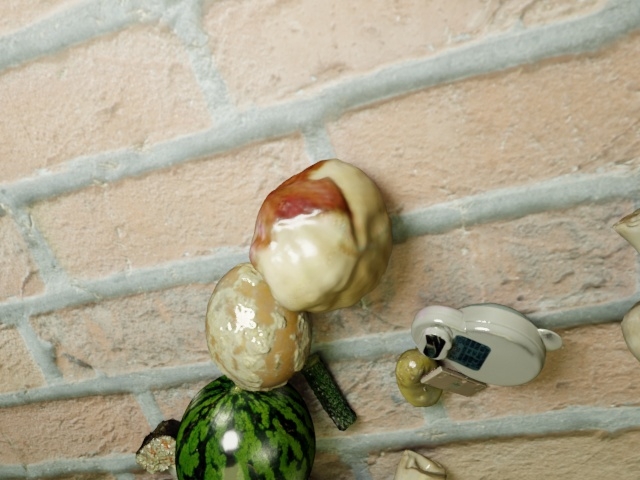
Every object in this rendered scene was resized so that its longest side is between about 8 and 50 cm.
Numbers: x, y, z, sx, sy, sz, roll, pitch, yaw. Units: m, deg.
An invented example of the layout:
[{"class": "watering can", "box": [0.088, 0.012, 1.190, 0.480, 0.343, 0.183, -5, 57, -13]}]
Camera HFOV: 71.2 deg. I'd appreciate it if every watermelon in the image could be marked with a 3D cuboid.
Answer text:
[{"class": "watermelon", "box": [-0.152, 0.411, 0.906, 0.284, 0.285, 0.286, 4, 113, 9]}]

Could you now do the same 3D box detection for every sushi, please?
[{"class": "sushi", "box": [-0.386, 0.506, 1.098, 0.150, 0.078, 0.090, -39, 101, 21]}]

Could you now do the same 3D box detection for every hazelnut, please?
[{"class": "hazelnut", "box": [0.000, 0.000, 0.761, 0.241, 0.261, 0.261, -6, 115, 47]}]

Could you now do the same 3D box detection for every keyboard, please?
[{"class": "keyboard", "box": [0.264, 0.276, 0.877, 0.165, 0.017, 0.055, 27, 124, -36]}]

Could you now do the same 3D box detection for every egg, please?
[{"class": "egg", "box": [-0.116, 0.159, 0.842, 0.203, 0.203, 0.246, -10, 99, 14]}]

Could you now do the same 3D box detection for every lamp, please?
[{"class": "lamp", "box": [0.291, 0.177, 0.821, 0.245, 0.108, 0.180, 15, 135, 10]}]

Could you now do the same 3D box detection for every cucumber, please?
[{"class": "cucumber", "box": [0.017, 0.329, 0.967, 0.058, 0.058, 0.187, -22, 109, 18]}]

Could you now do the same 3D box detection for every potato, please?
[{"class": "potato", "box": [0.197, 0.274, 0.900, 0.091, 0.070, 0.138, -20, 120, -2]}]

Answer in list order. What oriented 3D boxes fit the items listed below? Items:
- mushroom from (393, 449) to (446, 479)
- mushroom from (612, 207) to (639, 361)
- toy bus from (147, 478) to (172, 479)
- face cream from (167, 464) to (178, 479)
[{"class": "mushroom", "box": [0.177, 0.617, 0.951, 0.292, 0.292, 0.290, 20, 97, 1]}, {"class": "mushroom", "box": [0.581, 0.063, 0.671, 0.297, 0.297, 0.290, -43, 63, 23]}, {"class": "toy bus", "box": [-0.437, 0.735, 1.181, 0.136, 0.126, 0.210, -7, 111, 22]}, {"class": "face cream", "box": [-0.318, 0.619, 1.147, 0.072, 0.051, 0.182, -36, 103, 17]}]
